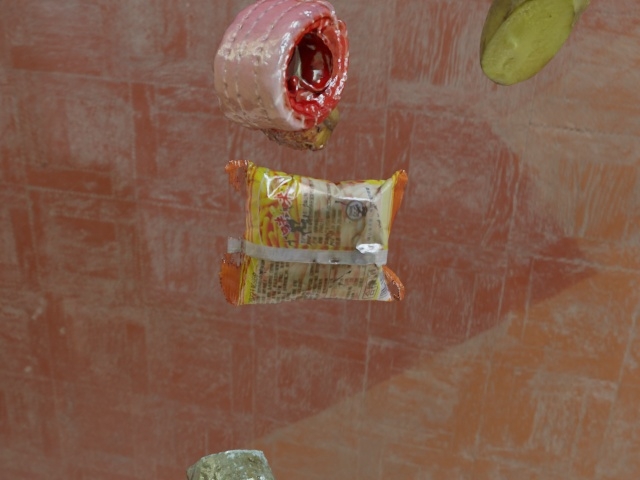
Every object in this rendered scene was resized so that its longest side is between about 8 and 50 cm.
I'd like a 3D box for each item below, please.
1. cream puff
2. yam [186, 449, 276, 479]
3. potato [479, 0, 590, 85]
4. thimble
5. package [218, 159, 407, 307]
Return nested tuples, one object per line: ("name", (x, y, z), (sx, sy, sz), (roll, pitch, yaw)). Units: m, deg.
("cream puff", (-0.062, -0.281, 1.580), (0.164, 0.240, 0.240), (-37, 103, 11))
("yam", (-0.050, 0.241, 0.622), (0.078, 0.179, 0.078), (-15, 137, -14))
("potato", (0.358, -0.391, 1.300), (0.141, 0.176, 0.298), (19, 115, -2))
("thimble", (-0.053, -0.237, 1.106), (0.124, 0.190, 0.163), (12, 147, 34))
("package", (0.000, -0.007, 1.170), (0.287, 0.108, 0.224), (-2, 107, -16))
